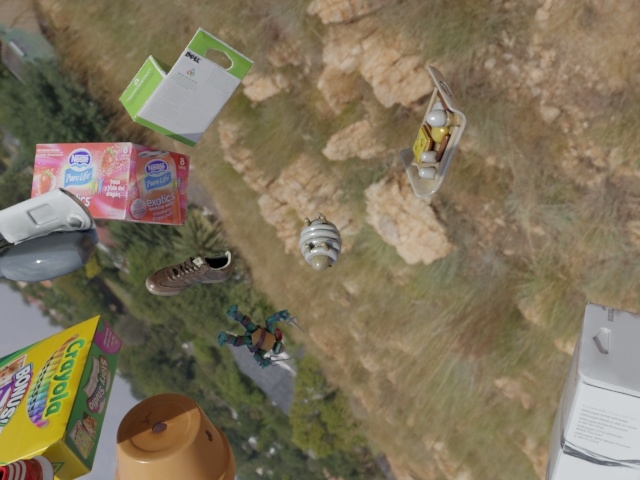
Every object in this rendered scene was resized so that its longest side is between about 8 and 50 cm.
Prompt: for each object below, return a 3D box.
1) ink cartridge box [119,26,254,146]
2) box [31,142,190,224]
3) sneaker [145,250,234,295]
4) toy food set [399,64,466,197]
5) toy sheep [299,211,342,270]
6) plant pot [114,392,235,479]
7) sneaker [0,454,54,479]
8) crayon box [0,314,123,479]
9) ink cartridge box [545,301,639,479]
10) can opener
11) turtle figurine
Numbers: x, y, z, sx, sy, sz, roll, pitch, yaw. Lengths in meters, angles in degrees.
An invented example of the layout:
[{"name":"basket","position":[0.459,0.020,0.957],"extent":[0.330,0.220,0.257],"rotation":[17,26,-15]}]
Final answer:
[{"name":"ink cartridge box","position":[-0.304,-0.365,1.543],"extent":[0.188,0.255,0.097],"rotation":[21,-156,-52]},{"name":"box","position":[-0.418,-0.111,1.328],"extent":[0.299,0.142,0.154],"rotation":[5,179,35]},{"name":"sneaker","position":[-0.267,0.057,1.381],"extent":[0.066,0.188,0.071],"rotation":[53,139,31]},{"name":"toy food set","position":[0.302,-0.307,1.910],"extent":[0.092,0.220,0.306],"rotation":[2,133,-16]},{"name":"toy sheep","position":[0.000,0.000,1.284],"extent":[0.091,0.132,0.091],"rotation":[3,149,2]},{"name":"plant pot","position":[-0.361,0.507,1.599],"extent":[0.290,0.291,0.204],"rotation":[25,137,35]},{"name":"sneaker","position":[-0.506,0.461,1.065],"extent":[0.087,0.221,0.128],"rotation":[-5,167,25]},{"name":"crayon box","position":[-0.580,0.344,1.338],"extent":[0.363,0.313,0.106],"rotation":[-101,-15,-58]},{"name":"ink cartridge box","position":[0.467,0.295,1.114],"extent":[0.128,0.223,0.308],"rotation":[13,122,18]},{"name":"can opener","position":[-0.366,0.016,0.732],"extent":[0.280,0.093,0.074],"rotation":[-15,118,21]},{"name":"turtle figurine","position":[-0.159,0.268,1.823],"extent":[0.234,0.175,0.118],"rotation":[26,146,-28]}]
